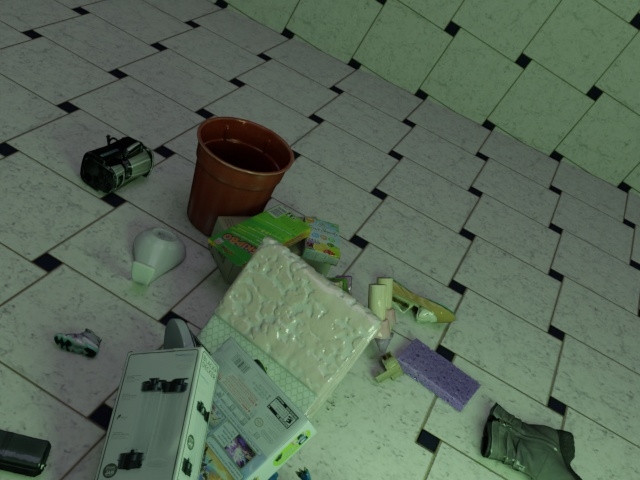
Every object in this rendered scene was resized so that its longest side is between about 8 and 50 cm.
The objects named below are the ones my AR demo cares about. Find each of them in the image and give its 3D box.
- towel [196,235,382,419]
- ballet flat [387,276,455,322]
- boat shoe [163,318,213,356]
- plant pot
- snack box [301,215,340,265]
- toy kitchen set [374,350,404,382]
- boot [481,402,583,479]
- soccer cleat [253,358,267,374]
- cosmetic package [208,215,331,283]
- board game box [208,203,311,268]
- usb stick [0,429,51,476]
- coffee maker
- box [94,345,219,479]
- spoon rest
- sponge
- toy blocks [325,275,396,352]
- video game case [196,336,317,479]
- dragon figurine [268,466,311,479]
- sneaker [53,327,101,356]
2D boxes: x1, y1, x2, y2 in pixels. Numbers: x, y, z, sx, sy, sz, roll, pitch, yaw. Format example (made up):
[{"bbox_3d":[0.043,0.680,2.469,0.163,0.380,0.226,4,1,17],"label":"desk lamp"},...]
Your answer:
[{"bbox_3d":[-0.083,0.206,1.715,0.332,0.317,0.053,37,0,14],"label":"towel"},{"bbox_3d":[0.264,0.188,2.171,0.232,0.080,0.073,28,62,10],"label":"ballet flat"},{"bbox_3d":[-0.248,0.296,1.655,0.105,0.113,0.306,1,42,-37],"label":"boat shoe"},{"bbox_3d":[-0.243,-0.160,2.148,0.272,0.265,0.272,16,35,-12],"label":"plant pot"},{"bbox_3d":[0.000,0.000,2.081,0.100,0.037,0.141,16,37,-14],"label":"snack box"},{"bbox_3d":[0.156,0.308,1.930,0.068,0.083,0.075,-30,49,-1],"label":"toy kitchen set"},{"bbox_3d":[0.479,0.531,1.795,0.222,0.118,0.338,20,23,0],"label":"boot"},{"bbox_3d":[-0.140,0.342,1.639,0.072,0.060,0.179,0,77,-33],"label":"soccer cleat"},{"bbox_3d":[-0.130,0.023,2.105,0.309,0.113,0.160,-3,43,-32],"label":"cosmetic package"},{"bbox_3d":[-0.156,-0.009,1.982,0.124,0.039,0.259,37,43,27],"label":"board game box"},{"bbox_3d":[-0.628,0.363,1.390,0.278,0.045,0.077,17,35,-10],"label":"usb stick"},{"bbox_3d":[-0.588,-0.216,2.173,0.171,0.120,0.178,12,26,25],"label":"coffee maker"},{"bbox_3d":[-0.299,0.346,1.429,0.169,0.087,0.290,-8,53,17],"label":"box"},{"bbox_3d":[-0.422,0.042,1.948,0.137,0.084,0.276,22,20,-4],"label":"spoon rest"},{"bbox_3d":[0.302,0.346,1.994,0.210,0.031,0.117,35,35,15],"label":"sponge"},{"bbox_3d":[0.023,0.221,1.869,0.308,0.260,0.288,2,2,9],"label":"toy blocks"},{"bbox_3d":[-0.181,0.354,1.473,0.244,0.061,0.269,-41,50,-12],"label":"video game case"},{"bbox_3d":[-0.068,0.514,1.484,0.289,0.085,0.144,16,36,-4],"label":"dragon figurine"},{"bbox_3d":[-0.524,0.211,1.675,0.098,0.038,0.069,26,31,-14],"label":"sneaker"}]
